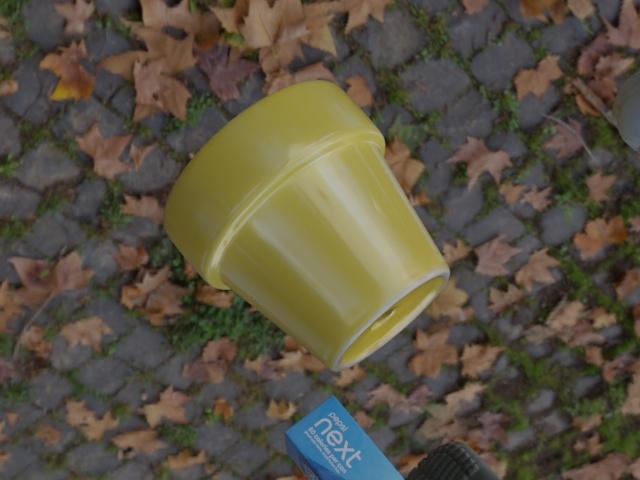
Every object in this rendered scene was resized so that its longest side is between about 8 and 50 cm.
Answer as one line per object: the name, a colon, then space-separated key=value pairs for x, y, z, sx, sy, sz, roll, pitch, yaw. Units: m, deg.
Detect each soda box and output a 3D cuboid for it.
soda box: x=0.051 y=0.274 z=0.959 sx=0.071 sy=0.210 sz=0.067 roll=-34 pitch=152 yaw=-19

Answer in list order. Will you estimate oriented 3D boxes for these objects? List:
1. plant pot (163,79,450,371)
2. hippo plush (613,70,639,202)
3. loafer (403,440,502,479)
plant pot: x=0.000 y=0.000 z=0.961 sx=0.254 sy=0.239 sz=0.254 roll=-36 pitch=163 yaw=-13
hippo plush: x=0.484 y=-0.150 z=1.038 sx=0.234 sy=0.294 sz=0.236 roll=-22 pitch=164 yaw=-30
loafer: x=0.120 y=0.203 z=0.519 sx=0.094 sy=0.251 sz=0.087 roll=-45 pitch=106 yaw=5
